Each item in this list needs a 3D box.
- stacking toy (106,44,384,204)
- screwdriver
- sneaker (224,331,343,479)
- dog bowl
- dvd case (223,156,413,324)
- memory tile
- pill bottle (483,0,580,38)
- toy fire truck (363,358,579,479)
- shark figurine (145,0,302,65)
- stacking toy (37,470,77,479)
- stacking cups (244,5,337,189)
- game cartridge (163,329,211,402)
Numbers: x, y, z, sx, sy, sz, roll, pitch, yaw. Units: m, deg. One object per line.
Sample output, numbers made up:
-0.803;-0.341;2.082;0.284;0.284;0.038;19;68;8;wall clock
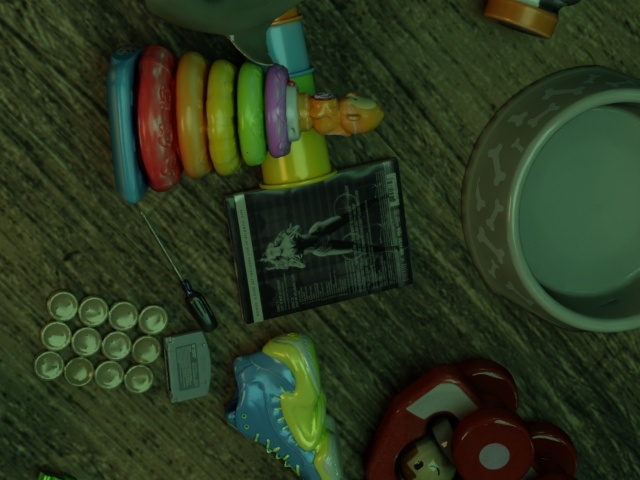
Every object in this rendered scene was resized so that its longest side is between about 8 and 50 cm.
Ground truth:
-0.080;-0.139;1.853;0.301;0.175;0.166;-2;104;4;stacking toy
-0.168;0.035;1.989;0.025;0.024;0.170;-35;104;-40;screwdriver
-0.046;0.229;2.040;0.126;0.091;0.240;-12;105;4;sneaker
0.356;-0.043;2.094;0.348;0.102;0.349;-3;101;-17;dog bowl
0.000;0.000;2.028;0.221;0.018;0.165;-14;109;-16;dvd case
-0.260;0.121;1.977;0.148;0.012;0.113;10;97;-20;memory tile
0.275;-0.368;1.989;0.130;0.130;0.246;18;94;-20;pill bottle
0.182;0.310;2.088;0.254;0.169;0.302;-39;109;13;toy fire truck
-0.050;-0.255;1.828;0.278;0.166;0.116;-19;75;-9;shark figurine
-0.409;0.330;1.954;0.221;0.052;0.167;16;97;-22;stacking toy
-0.058;-0.222;1.944;0.096;0.096;0.316;-14;99;-15;stacking cups
-0.159;0.150;2.007;0.056;0.017;0.083;-10;107;-24;game cartridge
